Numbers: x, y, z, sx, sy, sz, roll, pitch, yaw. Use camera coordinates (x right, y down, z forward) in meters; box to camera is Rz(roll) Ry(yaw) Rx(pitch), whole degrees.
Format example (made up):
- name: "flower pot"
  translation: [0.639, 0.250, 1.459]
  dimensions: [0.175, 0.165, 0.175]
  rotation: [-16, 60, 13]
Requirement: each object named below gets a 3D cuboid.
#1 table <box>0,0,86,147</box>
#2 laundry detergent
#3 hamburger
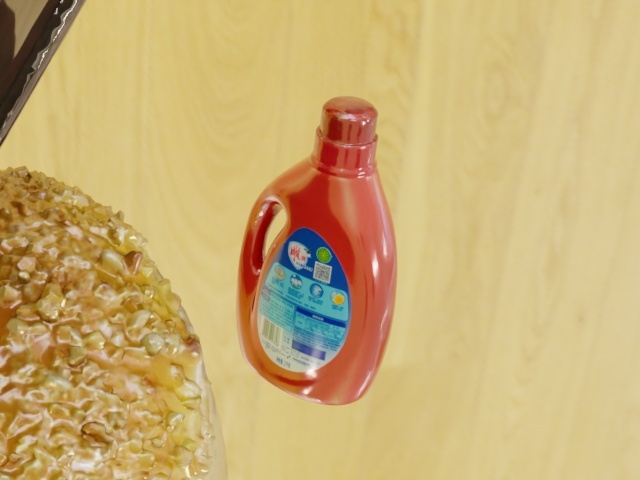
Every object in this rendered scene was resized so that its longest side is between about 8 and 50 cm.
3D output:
- name: "table"
  translation: [-0.234, -0.116, 0.735]
  dimensions: [0.250, 0.196, 0.282]
  rotation: [-60, 168, -12]
- name: "laundry detergent"
  translation: [0.000, 0.000, 1.025]
  dimensions: [0.049, 0.097, 0.165]
  rotation: [-26, 133, -49]
- name: "hamburger"
  translation: [-0.186, 0.103, 0.925]
  dimensions: [0.302, 0.302, 0.170]
  rotation: [-23, 140, 1]
